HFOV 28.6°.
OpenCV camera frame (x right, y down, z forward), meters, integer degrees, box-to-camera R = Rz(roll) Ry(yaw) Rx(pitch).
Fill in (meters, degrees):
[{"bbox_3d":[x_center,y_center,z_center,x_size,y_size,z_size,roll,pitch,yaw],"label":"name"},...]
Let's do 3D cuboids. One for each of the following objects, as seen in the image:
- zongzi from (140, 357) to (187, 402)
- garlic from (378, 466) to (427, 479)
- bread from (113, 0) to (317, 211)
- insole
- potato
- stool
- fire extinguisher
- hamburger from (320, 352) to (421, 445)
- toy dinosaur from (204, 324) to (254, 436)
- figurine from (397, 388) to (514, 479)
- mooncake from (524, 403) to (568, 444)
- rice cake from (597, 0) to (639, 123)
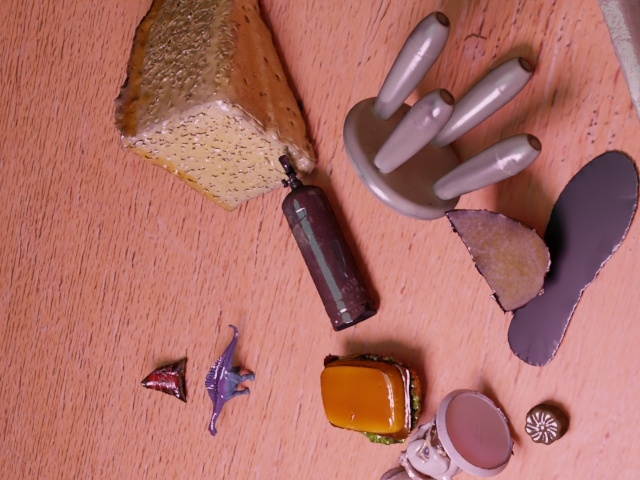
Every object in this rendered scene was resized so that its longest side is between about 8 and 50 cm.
[{"bbox_3d":[-0.252,0.228,2.141,0.083,0.067,0.074,20,97,15],"label":"zongzi"},{"bbox_3d":[0.114,0.375,1.846,0.074,0.094,0.113,-92,24,-51],"label":"garlic"},{"bbox_3d":[-0.148,-0.236,1.980,0.248,0.279,0.315,-21,40,37],"label":"bread"},{"bbox_3d":[0.332,0.027,1.670,0.109,0.007,0.322,35,117,32],"label":"insole"},{"bbox_3d":[0.238,0.000,1.679,0.100,0.089,0.172,-33,106,10],"label":"potato"},{"bbox_3d":[0.162,-0.155,1.651,0.198,0.195,0.195,-41,35,39],"label":"stool"},{"bbox_3d":[0.000,0.000,1.871,0.072,0.089,0.268,-24,82,5],"label":"fire extinguisher"},{"bbox_3d":[0.077,0.230,1.848,0.166,0.087,0.137,5,100,39],"label":"hamburger"},{"bbox_3d":[-0.150,0.226,2.031,0.045,0.080,0.197,23,110,37],"label":"toy dinosaur"},{"bbox_3d":[0.180,0.294,1.769,0.153,0.132,0.132,-42,70,47],"label":"figurine"},{"bbox_3d":[0.421,0.242,1.606,0.346,0.057,0.150,-27,92,44],"label":"mooncake"},{"bbox_3d":[0.398,-0.220,1.555,0.057,0.052,0.256,-22,83,35],"label":"rice cake"}]
